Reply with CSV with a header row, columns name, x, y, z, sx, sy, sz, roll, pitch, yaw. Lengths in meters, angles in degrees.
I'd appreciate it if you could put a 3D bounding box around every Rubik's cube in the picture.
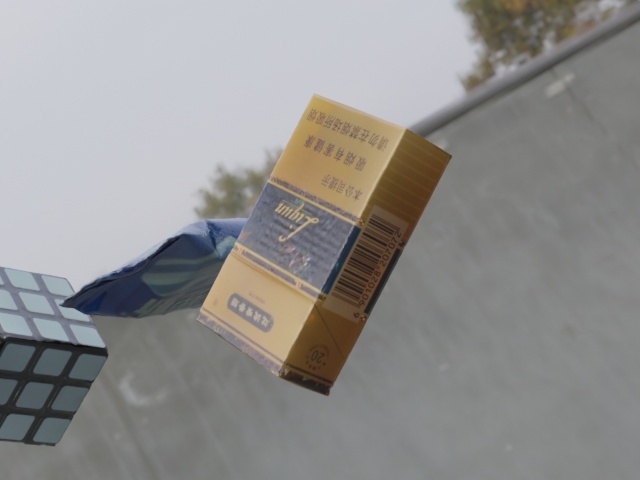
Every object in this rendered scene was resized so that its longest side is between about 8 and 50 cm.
name,x,y,z,sx,sy,sz,roll,pitch,yaw
Rubik's cube,-0.383,0.140,1.822,0.163,0.162,0.160,12,-62,-42

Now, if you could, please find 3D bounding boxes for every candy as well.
name,x,y,z,sx,sy,sz,roll,pitch,yaw
candy,-0.142,0.028,1.756,0.187,0.077,0.331,-32,-12,28

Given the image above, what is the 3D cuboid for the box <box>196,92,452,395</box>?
name,x,y,z,sx,sy,sz,roll,pitch,yaw
box,0.001,0.000,1.306,0.152,0.070,0.237,29,90,53
